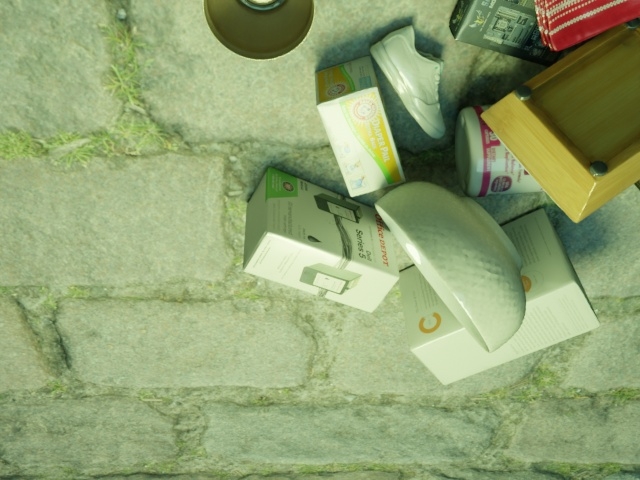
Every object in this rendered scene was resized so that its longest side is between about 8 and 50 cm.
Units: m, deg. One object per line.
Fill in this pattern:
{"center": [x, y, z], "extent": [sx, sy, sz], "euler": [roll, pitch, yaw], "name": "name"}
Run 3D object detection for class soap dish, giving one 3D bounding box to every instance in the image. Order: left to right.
{"center": [0.436, -0.199, 1.016], "extent": [0.291, 0.229, 0.118], "euler": [-34, 163, -7], "name": "soap dish"}

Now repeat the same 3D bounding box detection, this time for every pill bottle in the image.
{"center": [0.390, -0.165, 1.154], "extent": [0.283, 0.160, 0.160], "euler": [-5, 133, 1], "name": "pill bottle"}

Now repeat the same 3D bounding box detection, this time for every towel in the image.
{"center": [0.388, -0.424, 0.920], "extent": [0.199, 0.031, 0.274], "euler": [-21, 124, 5], "name": "towel"}

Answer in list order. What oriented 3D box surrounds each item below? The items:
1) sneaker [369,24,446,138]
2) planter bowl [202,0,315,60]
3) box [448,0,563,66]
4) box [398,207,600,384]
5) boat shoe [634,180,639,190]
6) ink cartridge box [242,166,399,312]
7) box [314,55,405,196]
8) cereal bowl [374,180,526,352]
{"center": [0.176, -0.265, 1.115], "extent": [0.094, 0.080, 0.212], "euler": [-34, 125, 11], "name": "sneaker"}
{"center": [-0.090, -0.366, 0.980], "extent": [0.162, 0.109, 0.162], "euler": [-2, 132, -2], "name": "planter bowl"}
{"center": [0.329, -0.397, 1.004], "extent": [0.184, 0.059, 0.232], "euler": [10, 131, -15], "name": "box"}
{"center": [0.360, 0.122, 1.378], "extent": [0.345, 0.215, 0.168], "euler": [-26, 130, 21], "name": "box"}
{"center": [0.659, -0.119, 1.255], "extent": [0.104, 0.110, 0.307], "euler": [-35, 135, 21], "name": "boat shoe"}
{"center": [0.000, 0.000, 1.261], "extent": [0.273, 0.198, 0.114], "euler": [19, 128, -20], "name": "ink cartridge box"}
{"center": [0.069, -0.195, 1.142], "extent": [0.103, 0.114, 0.203], "euler": [-15, 130, 10], "name": "box"}
{"center": [0.248, 0.024, 1.162], "extent": [0.141, 0.339, 0.339], "euler": [-38, 127, 2], "name": "cereal bowl"}
